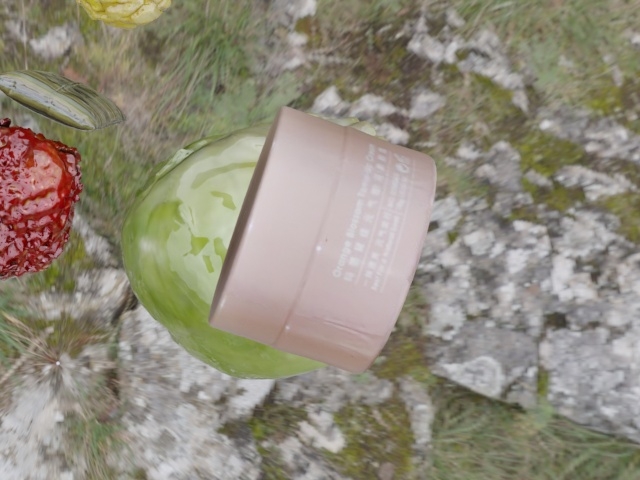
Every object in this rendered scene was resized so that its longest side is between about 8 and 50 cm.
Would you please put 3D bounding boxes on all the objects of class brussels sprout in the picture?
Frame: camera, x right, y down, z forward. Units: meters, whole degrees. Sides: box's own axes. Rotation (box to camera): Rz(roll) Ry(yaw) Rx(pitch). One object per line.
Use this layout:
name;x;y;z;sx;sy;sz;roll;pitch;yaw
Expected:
brussels sprout;-0.051;0.012;1.379;0.316;0.243;0.274;-16;76;-6

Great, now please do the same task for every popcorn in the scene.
popcorn;-0.279;-0.369;1.787;0.148;0.152;0.167;-17;61;6

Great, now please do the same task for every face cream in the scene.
face cream;0.000;0.000;0.815;0.104;0.149;0.149;19;81;-6

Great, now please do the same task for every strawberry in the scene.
strawberry;-0.325;-0.042;1.306;0.187;0.201;0.184;48;39;-26

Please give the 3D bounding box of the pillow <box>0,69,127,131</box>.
pillow;-0.267;-0.149;1.350;0.113;0.203;0.038;27;97;-4
